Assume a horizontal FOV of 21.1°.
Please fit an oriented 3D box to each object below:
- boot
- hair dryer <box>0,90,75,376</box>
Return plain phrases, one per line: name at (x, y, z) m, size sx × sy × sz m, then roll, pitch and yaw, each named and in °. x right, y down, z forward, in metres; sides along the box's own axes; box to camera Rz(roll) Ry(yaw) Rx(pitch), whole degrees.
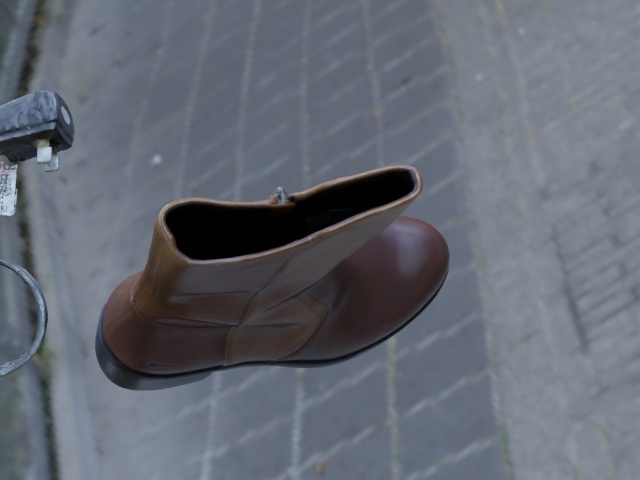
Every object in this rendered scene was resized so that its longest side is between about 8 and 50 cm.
boot at (0.000, 0.000, 1.052) m, size 0.264 × 0.096 × 0.280 m, roll -7°, pitch -17°, yaw -20°
hair dryer at (-0.294, -0.018, 0.992) m, size 0.293 × 0.080 × 0.223 m, roll -2°, pitch 43°, yaw 6°
